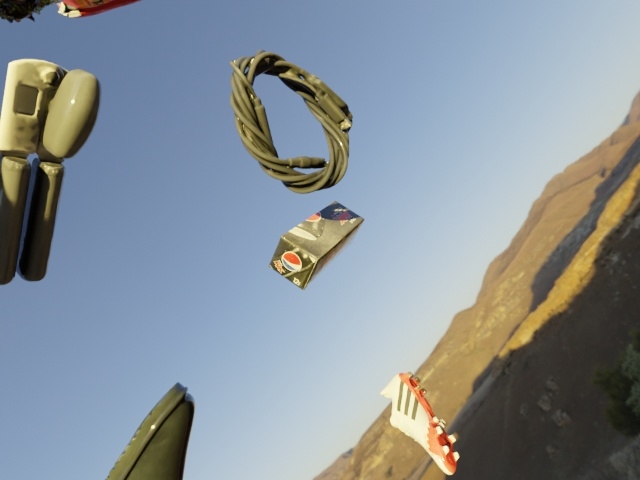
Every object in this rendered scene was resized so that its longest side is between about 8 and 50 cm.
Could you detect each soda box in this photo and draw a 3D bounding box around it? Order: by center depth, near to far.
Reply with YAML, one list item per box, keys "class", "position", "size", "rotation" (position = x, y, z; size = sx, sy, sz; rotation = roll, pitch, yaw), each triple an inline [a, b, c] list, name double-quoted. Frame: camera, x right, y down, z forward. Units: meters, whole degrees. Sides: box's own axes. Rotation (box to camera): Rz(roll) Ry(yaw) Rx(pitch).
- class: "soda box"
  position: [0.000, 0.000, 0.579]
  size: [0.169, 0.060, 0.053]
  rotation: [-39, -21, -57]

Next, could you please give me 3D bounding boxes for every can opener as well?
- class: "can opener"
  position: [-0.336, -0.070, 0.482]
  size: [0.074, 0.093, 0.280]
  rotation: [-1, -62, -57]

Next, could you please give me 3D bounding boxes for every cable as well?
- class: "cable"
  position: [-0.039, -0.144, 0.498]
  size: [0.185, 0.047, 0.150]
  rotation: [34, -113, -31]

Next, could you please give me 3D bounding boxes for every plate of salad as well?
- class: "plate of salad"
  position: [-0.522, -0.377, 0.660]
  size: [0.200, 0.200, 0.048]
  rotation: [-28, -56, -41]

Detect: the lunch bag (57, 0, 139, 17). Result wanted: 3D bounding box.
- class: "lunch bag"
  position: [-0.500, -0.609, 0.862]
  size: [0.259, 0.292, 0.120]
  rotation: [-24, -22, -7]

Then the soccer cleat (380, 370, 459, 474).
- class: "soccer cleat"
  position: [0.072, 0.137, 0.308]
  size: [0.036, 0.083, 0.029]
  rotation: [-41, -54, 11]

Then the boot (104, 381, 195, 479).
- class: "boot"
  position: [-0.154, 0.320, 0.484]
  size: [0.246, 0.207, 0.094]
  rotation: [-59, 4, -5]
